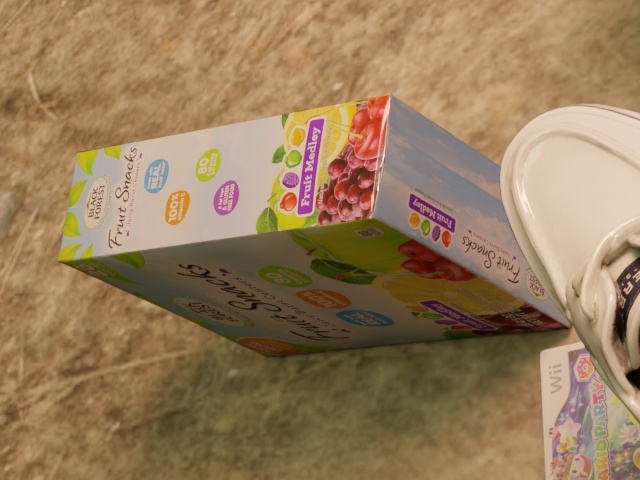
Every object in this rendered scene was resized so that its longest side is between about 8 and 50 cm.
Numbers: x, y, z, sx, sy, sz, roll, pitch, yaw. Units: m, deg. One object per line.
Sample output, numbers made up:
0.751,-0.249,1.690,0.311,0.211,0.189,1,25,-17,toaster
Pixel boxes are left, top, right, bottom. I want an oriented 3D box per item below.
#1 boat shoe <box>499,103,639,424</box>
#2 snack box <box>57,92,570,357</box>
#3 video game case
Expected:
0.141,0.023,0.704,0.095,0.084,0.258,-54,48,11,boat shoe
0.000,0.000,0.975,0.207,0.174,0.070,-7,66,39,snack box
0.162,0.084,0.918,0.122,0.011,0.087,-16,64,35,video game case
